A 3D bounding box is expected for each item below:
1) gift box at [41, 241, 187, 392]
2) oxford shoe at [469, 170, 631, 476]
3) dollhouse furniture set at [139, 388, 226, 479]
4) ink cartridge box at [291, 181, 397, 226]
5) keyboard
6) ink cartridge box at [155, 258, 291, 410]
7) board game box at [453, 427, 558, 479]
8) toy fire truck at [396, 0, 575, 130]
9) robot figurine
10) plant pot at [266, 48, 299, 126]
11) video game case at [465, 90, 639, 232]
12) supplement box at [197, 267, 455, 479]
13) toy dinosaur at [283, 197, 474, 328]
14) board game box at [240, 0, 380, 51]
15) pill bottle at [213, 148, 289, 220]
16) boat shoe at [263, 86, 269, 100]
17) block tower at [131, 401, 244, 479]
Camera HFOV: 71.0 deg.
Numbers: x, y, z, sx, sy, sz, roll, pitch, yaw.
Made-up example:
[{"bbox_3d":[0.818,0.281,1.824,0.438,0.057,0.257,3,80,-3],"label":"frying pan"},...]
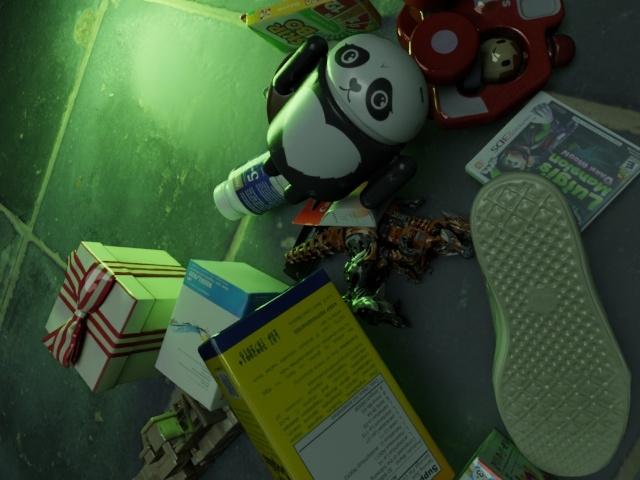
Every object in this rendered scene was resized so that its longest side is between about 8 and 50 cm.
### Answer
[{"bbox_3d":[-0.446,0.158,0.999,0.276,0.258,0.255,28,99,28],"label":"gift box"},{"bbox_3d":[0.313,0.117,0.624,0.169,0.130,0.450,-12,100,25],"label":"oxford shoe"},{"bbox_3d":[-0.307,0.370,0.849,0.101,0.161,0.182,47,106,25],"label":"dollhouse furniture set"},{"bbox_3d":[0.046,-0.086,0.804,0.179,0.045,0.145,6,44,34],"label":"ink cartridge box"},{"bbox_3d":[0.000,0.000,0.892,0.100,0.038,0.192,33,100,45],"label":"keyboard"},{"bbox_3d":[-0.183,0.178,0.894,0.168,0.171,0.233,23,97,30],"label":"ink cartridge box"},{"bbox_3d":[0.305,0.424,0.607,0.275,0.144,0.142,37,104,28],"label":"board game box"},{"bbox_3d":[0.256,-0.336,0.708,0.253,0.169,0.303,-9,80,9],"label":"toy fire truck"},{"bbox_3d":[0.028,-0.167,0.668,0.278,0.209,0.174,-38,37,40],"label":"robot figurine"},{"bbox_3d":[0.015,-0.249,0.836,0.165,0.167,0.167,25,98,21],"label":"plant pot"},{"bbox_3d":[0.349,-0.115,0.672,0.173,0.022,0.190,-45,65,0],"label":"video game case"},{"bbox_3d":[-0.007,0.256,0.685,0.357,0.194,0.195,58,154,4],"label":"supplement box"},{"bbox_3d":[0.098,0.032,0.783,0.321,0.164,0.219,-11,66,42],"label":"toy dinosaur"},{"bbox_3d":[-0.024,-0.432,0.886,0.259,0.124,0.039,3,88,30],"label":"board game box"},{"bbox_3d":[-0.123,-0.114,0.921,0.186,0.112,0.112,-24,74,26],"label":"pill bottle"},{"bbox_3d":[-0.078,-0.309,0.955,0.125,0.038,0.046,25,98,29],"label":"boat shoe"},{"bbox_3d":[-0.269,0.444,0.967,0.335,0.097,0.091,-49,65,15],"label":"block tower"}]
